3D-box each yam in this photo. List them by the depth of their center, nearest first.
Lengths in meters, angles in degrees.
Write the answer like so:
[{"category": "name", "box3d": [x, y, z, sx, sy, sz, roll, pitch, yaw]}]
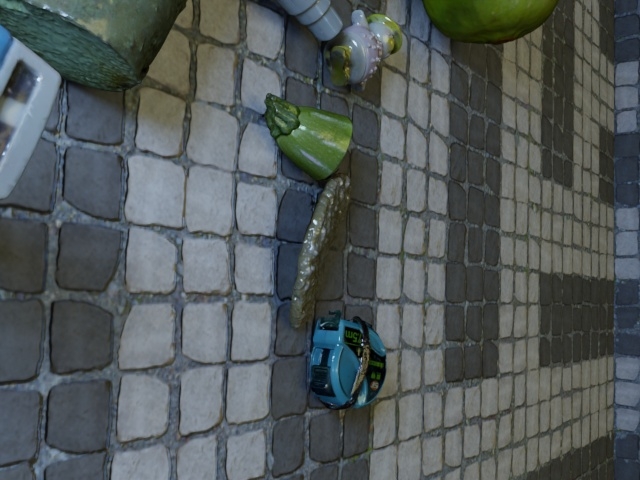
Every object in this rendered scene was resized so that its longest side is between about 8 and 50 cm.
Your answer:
[{"category": "yam", "box3d": [-0.201, -0.281, 0.650, 0.161, 0.161, 0.267, 43, 57, -41]}]

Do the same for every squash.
[{"category": "squash", "box3d": [-0.035, -0.153, 0.916, 0.132, 0.105, 0.105, 23, 70, -30]}]

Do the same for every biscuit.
[{"category": "biscuit", "box3d": [0.001, -0.004, 0.940, 0.133, 0.032, 0.249, 86, 22, -64]}]

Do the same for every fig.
[{"category": "fig", "box3d": [0.302, -0.519, 1.205, 0.258, 0.258, 0.326, -2, 75, -51]}]

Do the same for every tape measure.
[{"category": "tape measure", "box3d": [0.045, 0.186, 0.994, 0.125, 0.081, 0.146, 26, 69, -44]}]

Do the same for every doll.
[{"category": "doll", "box3d": [0.070, -0.304, 1.043, 0.207, 0.081, 0.129, -44, 141, -45]}]

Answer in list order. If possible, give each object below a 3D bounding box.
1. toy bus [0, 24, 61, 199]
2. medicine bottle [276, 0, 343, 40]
[{"category": "toy bus", "box3d": [-0.309, -0.089, 0.406, 0.131, 0.297, 0.106, 39, 60, -50]}, {"category": "medicine bottle", "box3d": [-0.082, -0.394, 0.834, 0.352, 0.110, 0.110, 44, 56, -41]}]
